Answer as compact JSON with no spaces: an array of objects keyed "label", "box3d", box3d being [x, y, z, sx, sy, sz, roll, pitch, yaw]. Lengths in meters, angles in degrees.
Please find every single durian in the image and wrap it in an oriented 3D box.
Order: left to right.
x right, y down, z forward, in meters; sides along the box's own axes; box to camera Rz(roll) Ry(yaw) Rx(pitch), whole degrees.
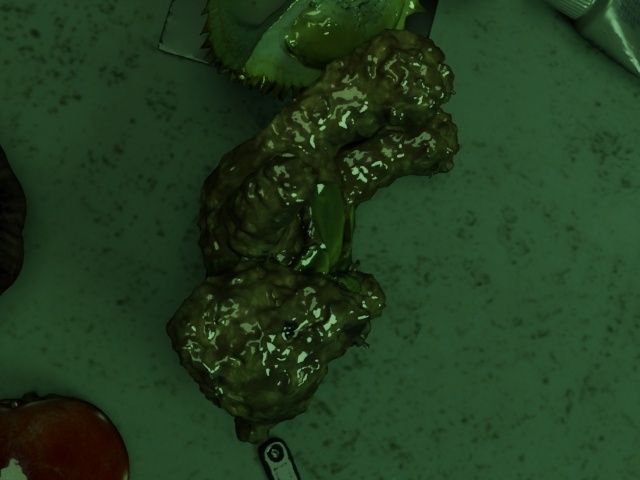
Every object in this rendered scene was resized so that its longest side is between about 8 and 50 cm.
[{"label":"durian","box3d":[0.021,-0.247,0.823,0.306,0.166,0.172,-34,85,-1]}]

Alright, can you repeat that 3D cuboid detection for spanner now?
[{"label":"spanner","box3d":[-0.009,0.275,0.844,0.046,0.012,0.208,-22,86,-8]}]

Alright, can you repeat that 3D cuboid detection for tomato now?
[{"label":"tomato","box3d":[-0.240,0.196,0.786,0.159,0.091,0.139,-3,85,-9]}]

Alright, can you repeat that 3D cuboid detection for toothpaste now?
[{"label":"toothpaste","box3d":[0.331,-0.203,0.921,0.282,0.068,0.099,22,112,-13]}]

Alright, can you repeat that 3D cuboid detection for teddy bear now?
[{"label":"teddy bear","box3d":[0.010,-0.003,0.774,0.296,0.246,0.222,-27,61,0]}]

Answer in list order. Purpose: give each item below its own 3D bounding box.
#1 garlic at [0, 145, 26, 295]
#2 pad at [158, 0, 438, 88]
[{"label":"garlic","box3d":[-0.345,-0.018,0.748,0.245,0.160,0.245,-2,93,-36]},{"label":"pad","box3d":[-0.013,-0.225,0.904,0.245,0.006,0.170,15,82,-5]}]
